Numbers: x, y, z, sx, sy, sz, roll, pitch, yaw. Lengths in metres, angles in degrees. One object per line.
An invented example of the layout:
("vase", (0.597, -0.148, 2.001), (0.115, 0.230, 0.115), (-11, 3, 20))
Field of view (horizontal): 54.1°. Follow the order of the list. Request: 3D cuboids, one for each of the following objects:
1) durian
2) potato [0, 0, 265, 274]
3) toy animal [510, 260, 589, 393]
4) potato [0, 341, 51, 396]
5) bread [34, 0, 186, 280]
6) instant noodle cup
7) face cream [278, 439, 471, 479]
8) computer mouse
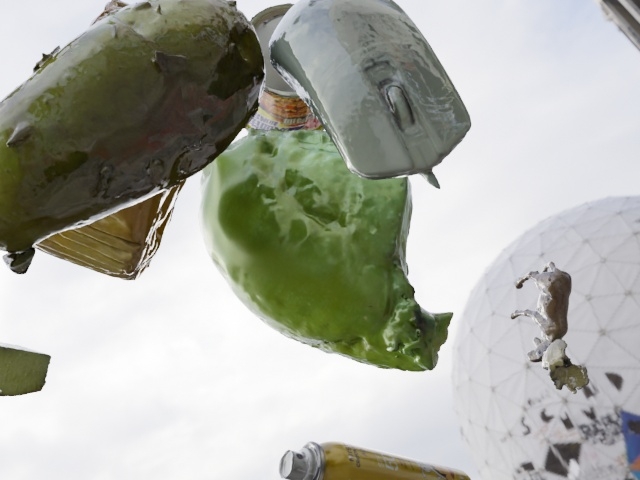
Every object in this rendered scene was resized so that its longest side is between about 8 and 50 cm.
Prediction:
("durian", (0.000, 0.000, 0.743), (0.339, 0.256, 0.204), (12, -9, 15))
("potato", (-0.129, -0.074, 0.396), (0.225, 0.090, 0.117), (-40, -45, -16))
("toy animal", (0.422, 0.155, 1.155), (0.093, 0.186, 0.214), (-2, -75, -16))
("potato", (-0.544, 0.206, 1.031), (0.120, 0.081, 0.149), (0, -18, 40))
("bread", (-0.187, -0.088, 0.583), (0.133, 0.179, 0.250), (23, -57, -4))
("instant noodle cup", (-0.056, -0.287, 1.064), (0.213, 0.213, 0.174), (-15, -7, -10))
("face cream", (0.092, 0.396, 1.023), (0.348, 0.105, 0.105), (21, -49, -25))
("computer mouse", (0.026, -0.105, 0.392), (0.089, 0.182, 0.056), (-27, -28, -3))
